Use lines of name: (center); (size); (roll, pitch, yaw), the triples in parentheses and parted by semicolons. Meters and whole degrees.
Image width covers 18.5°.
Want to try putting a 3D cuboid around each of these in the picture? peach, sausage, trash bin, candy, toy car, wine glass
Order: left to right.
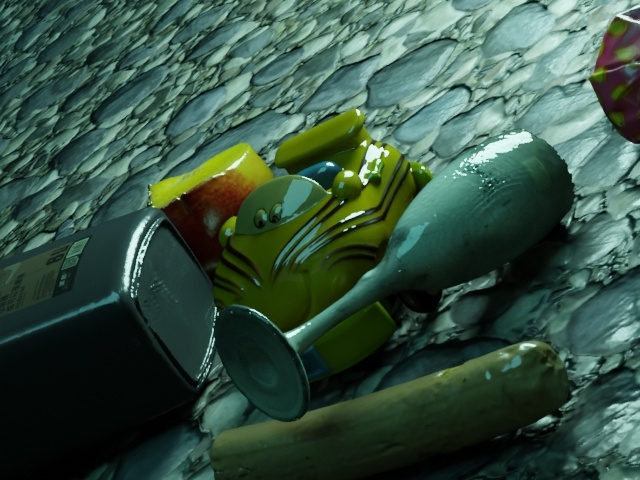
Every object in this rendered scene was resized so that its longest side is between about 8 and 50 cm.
trash bin: (-0.247, 0.102, 1.782); (0.290, 0.182, 0.209); (-22, 26, 21)
peach: (-0.101, -0.023, 1.869); (0.151, 0.151, 0.118); (-33, 60, 11)
toy car: (0.000, 0.000, 1.645); (0.200, 0.142, 0.248); (-24, 26, 31)
sausage: (0.048, 0.134, 1.422); (0.301, 0.066, 0.066); (-19, 29, 36)
wine glass: (0.108, 0.005, 1.427); (0.309, 0.096, 0.264); (-33, 9, -32)
candy: (0.305, -0.107, 1.401); (0.124, 0.124, 0.365); (-41, 19, -7)
